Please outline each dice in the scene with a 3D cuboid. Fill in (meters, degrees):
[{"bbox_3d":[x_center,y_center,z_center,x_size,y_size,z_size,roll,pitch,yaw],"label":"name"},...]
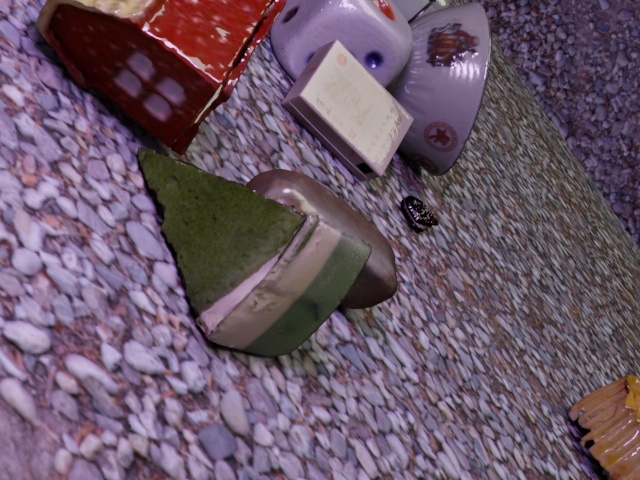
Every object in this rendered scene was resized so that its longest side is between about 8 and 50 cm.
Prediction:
[{"bbox_3d":[0.037,-0.360,1.912,0.193,0.192,0.194,40,27,-29],"label":"dice"}]

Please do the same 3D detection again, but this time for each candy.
[{"bbox_3d":[0.000,0.000,1.421,0.234,0.102,0.104,39,26,-31],"label":"candy"}]

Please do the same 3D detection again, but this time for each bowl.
[{"bbox_3d":[0.183,-0.299,2.047,0.157,0.337,0.337,10,37,-14],"label":"bowl"}]

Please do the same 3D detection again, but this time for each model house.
[{"bbox_3d":[-0.198,-0.265,1.283,0.254,0.160,0.196,37,51,-15],"label":"model house"}]

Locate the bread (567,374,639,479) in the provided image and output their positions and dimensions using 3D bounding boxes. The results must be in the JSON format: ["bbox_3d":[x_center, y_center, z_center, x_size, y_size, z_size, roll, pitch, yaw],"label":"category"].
[{"bbox_3d":[0.563,0.366,1.902,0.274,0.149,0.274,35,29,-22],"label":"bread"}]

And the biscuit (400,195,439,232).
[{"bbox_3d":[0.175,-0.043,1.919,0.089,0.027,0.087,39,25,-29],"label":"biscuit"}]

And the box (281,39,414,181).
[{"bbox_3d":[0.049,-0.214,1.804,0.201,0.058,0.141,42,61,-23],"label":"box"}]

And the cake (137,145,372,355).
[{"bbox_3d":[-0.115,0.012,1.252,0.283,0.172,0.158,26,-1,35],"label":"cake"}]

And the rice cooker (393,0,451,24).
[{"bbox_3d":[0.164,-0.533,2.401,0.244,0.226,0.226,45,23,-13],"label":"rice cooker"}]

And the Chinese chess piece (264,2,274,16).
[{"bbox_3d":[-0.120,-0.456,1.941,0.122,0.051,0.122,44,22,-22],"label":"Chinese chess piece"}]
